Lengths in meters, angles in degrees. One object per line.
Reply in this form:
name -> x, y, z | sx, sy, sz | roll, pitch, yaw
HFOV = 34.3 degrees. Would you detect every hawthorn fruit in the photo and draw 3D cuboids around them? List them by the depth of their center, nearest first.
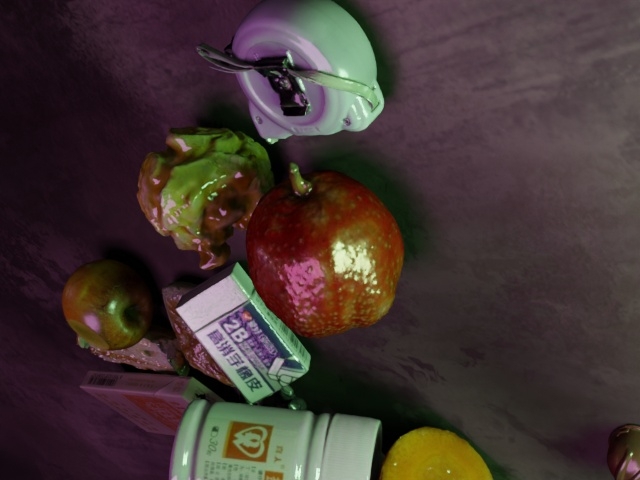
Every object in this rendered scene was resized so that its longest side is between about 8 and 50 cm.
hawthorn fruit -> 0.000, 0.000, 1.344 | 0.205, 0.205, 0.253 | 13, 129, 35

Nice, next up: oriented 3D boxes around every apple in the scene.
apple -> -0.385, 0.113, 1.875 | 0.147, 0.146, 0.163 | 9, 147, 34

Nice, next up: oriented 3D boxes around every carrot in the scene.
carrot -> 0.185, 0.470, 1.667 | 0.214, 0.193, 0.331 | 44, 149, 29

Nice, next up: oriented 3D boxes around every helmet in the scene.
helmet -> 0.417, 0.302, 1.381 | 0.089, 0.057, 0.111 | 27, 143, 17

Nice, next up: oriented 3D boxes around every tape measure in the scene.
tape measure -> -0.030, -0.201, 1.225 | 0.196, 0.105, 0.178 | -2, 126, 47

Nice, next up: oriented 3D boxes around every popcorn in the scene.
popcorn -> -0.158, -0.068, 1.433 | 0.187, 0.185, 0.167 | 31, 163, 1

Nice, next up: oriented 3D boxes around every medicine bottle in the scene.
medicine bottle -> -0.068, 0.370, 1.675 | 0.316, 0.202, 0.202 | 4, 136, 9

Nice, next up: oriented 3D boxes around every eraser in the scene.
eraser -> -0.125, 0.152, 1.695 | 0.124, 0.068, 0.210 | -31, 107, 19

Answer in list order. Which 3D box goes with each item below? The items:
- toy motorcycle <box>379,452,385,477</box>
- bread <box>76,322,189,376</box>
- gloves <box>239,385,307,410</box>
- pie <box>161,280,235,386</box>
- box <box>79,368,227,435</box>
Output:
toy motorcycle -> 0.087, 0.421, 1.819 | 0.151, 0.074, 0.228 | 4, 122, 48
bread -> -0.359, 0.192, 1.993 | 0.232, 0.088, 0.128 | 8, 147, 28
gloves -> -0.077, 0.348, 1.846 | 0.142, 0.119, 0.285 | 2, 123, -6
pie -> -0.191, 0.166, 1.826 | 0.240, 0.054, 0.240 | 25, 144, 20
box -> -0.305, 0.332, 2.075 | 0.365, 0.051, 0.204 | -5, 141, 47
